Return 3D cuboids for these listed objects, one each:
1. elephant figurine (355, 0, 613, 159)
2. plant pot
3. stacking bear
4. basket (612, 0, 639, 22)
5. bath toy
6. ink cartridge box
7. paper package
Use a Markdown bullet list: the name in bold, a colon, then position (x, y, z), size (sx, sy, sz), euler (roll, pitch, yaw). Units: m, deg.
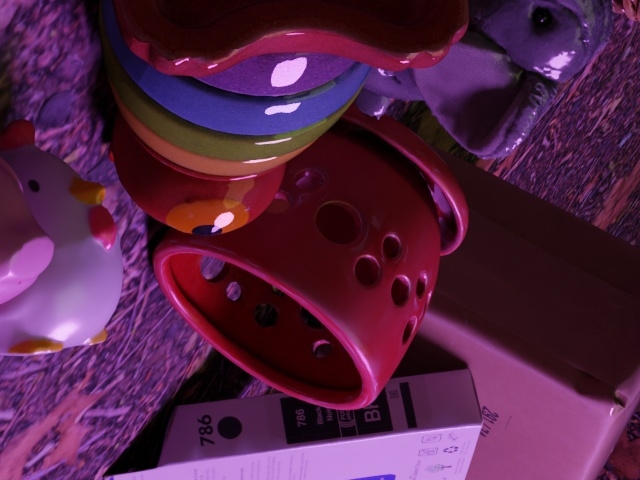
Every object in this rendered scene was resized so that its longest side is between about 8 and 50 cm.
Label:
- **elephant figurine**: position (0.110, -0.137, 1.081), size (0.186, 0.239, 0.169), euler (20, 96, -59)
- **plant pot**: position (0.000, 0.000, 1.262), size (0.174, 0.191, 0.191), euler (-57, 166, -22)
- **stacking bear**: position (-0.051, -0.099, 0.974), size (0.175, 0.164, 0.289), euler (-3, 156, -16)
- **basket**: position (0.234, -0.334, 1.204), size (0.223, 0.213, 0.299), euler (-52, 163, -21)
- **bath toy**: position (-0.199, 0.008, 0.832), size (0.348, 0.151, 0.129), euler (-13, 100, -67)
- **ink cartridge box**: position (-0.029, 0.194, 1.562), size (0.333, 0.065, 0.165), euler (-7, 152, -9)
- **paper package**: position (0.157, 0.097, 1.659), size (0.168, 0.309, 0.325), euler (-55, 165, -26)
